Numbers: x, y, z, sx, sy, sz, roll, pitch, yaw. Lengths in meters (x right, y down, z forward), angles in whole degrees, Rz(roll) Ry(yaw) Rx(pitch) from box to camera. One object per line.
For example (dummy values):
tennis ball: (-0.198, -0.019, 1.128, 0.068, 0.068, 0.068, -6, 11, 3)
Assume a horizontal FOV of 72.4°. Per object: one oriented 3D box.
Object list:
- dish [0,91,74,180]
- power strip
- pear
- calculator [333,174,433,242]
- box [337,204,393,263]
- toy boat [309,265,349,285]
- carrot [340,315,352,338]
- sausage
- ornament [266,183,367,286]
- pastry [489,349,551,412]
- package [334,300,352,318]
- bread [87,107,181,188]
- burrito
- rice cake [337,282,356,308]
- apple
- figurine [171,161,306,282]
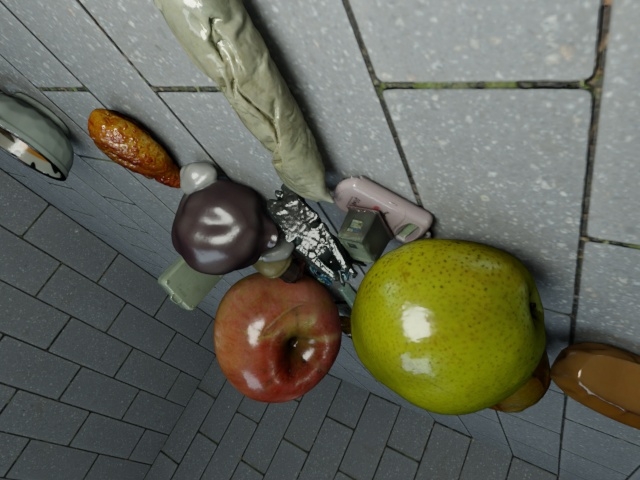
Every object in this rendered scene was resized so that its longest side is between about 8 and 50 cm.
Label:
dish: (-0.744, -0.282, 1.106, 0.303, 0.120, 0.303, 24, 159, 10)
power strip: (-0.295, 0.055, 1.137, 0.046, 0.270, 0.118, 5, 137, 47)
pear: (0.194, 0.127, 0.680, 0.294, 0.294, 0.294, 24, 159, 10)
calculator: (0.103, -0.048, 0.715, 0.175, 0.032, 0.100, 28, 159, -1)
box: (0.072, -0.007, 0.714, 0.060, 0.063, 0.084, 12, 156, 34)
toy boat: (0.024, 0.078, 1.062, 0.137, 0.060, 0.060, 1, 146, 49)
carrot: (0.113, 0.291, 1.401, 0.066, 0.066, 0.314, 16, 161, 29)
sausage: (0.535, 0.257, 0.761, 0.241, 0.120, 0.136, 18, 171, 24)
ornament: (0.000, 0.000, 0.835, 0.202, 0.080, 0.236, 50, -173, 16)
pastry: (0.312, 0.241, 0.947, 0.356, 0.163, 0.356, 23, 155, 11)
package: (0.147, 0.234, 1.307, 0.239, 0.030, 0.154, 6, 151, 50)
bread: (-0.387, -0.181, 0.936, 0.139, 0.095, 0.269, 30, 164, 18)
burrito: (-0.083, -0.180, 0.576, 0.117, 0.076, 0.392, 28, 164, 36)
rice cake: (0.101, 0.179, 1.205, 0.029, 0.033, 0.170, 9, 142, 53)
apple: (-0.129, 0.252, 1.232, 0.364, 0.363, 0.364, 24, 159, 10)
figurine: (-0.155, -0.014, 0.986, 0.218, 0.206, 0.365, 41, -165, 35)
